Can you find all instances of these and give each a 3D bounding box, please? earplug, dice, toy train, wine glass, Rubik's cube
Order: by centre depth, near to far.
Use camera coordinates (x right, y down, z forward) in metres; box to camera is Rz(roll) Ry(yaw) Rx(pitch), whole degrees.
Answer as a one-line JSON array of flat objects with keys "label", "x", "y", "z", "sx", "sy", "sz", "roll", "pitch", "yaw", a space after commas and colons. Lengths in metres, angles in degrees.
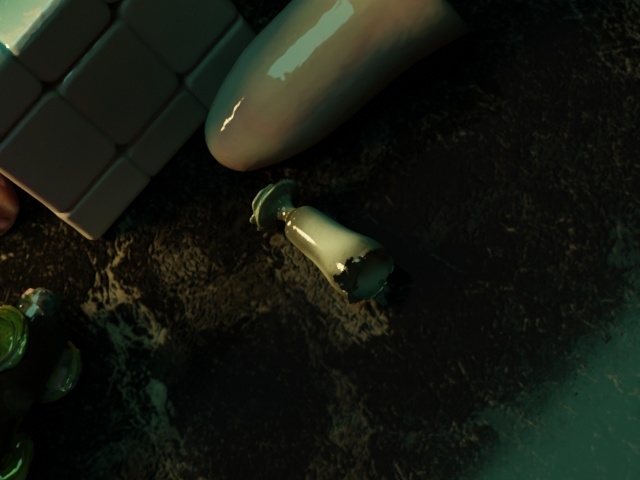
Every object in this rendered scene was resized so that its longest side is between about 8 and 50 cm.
[{"label": "wine glass", "x": 0.000, "y": 0.000, "z": 1.470, "sx": 0.155, "sy": 0.072, "sz": 0.072, "roll": 37, "pitch": 85, "yaw": 32}, {"label": "earplug", "x": -0.005, "y": -0.191, "z": 1.516, "sx": 0.301, "sy": 0.172, "sz": 0.172, "roll": -42, "pitch": 58, "yaw": 9}, {"label": "toy train", "x": -0.383, "y": 0.159, "z": 1.523, "sx": 0.177, "sy": 0.134, "sz": 0.261, "roll": 22, "pitch": 77, "yaw": 30}, {"label": "Rubik's cube", "x": -0.315, "y": -0.250, "z": 1.572, "sx": 0.316, "sy": 0.319, "sz": 0.322, "roll": -48, "pitch": 57, "yaw": -1}, {"label": "dice", "x": -0.421, "y": -0.052, "z": 1.660, "sx": 0.091, "sy": 0.094, "sz": 0.093, "roll": -29, "pitch": 58, "yaw": 5}]
